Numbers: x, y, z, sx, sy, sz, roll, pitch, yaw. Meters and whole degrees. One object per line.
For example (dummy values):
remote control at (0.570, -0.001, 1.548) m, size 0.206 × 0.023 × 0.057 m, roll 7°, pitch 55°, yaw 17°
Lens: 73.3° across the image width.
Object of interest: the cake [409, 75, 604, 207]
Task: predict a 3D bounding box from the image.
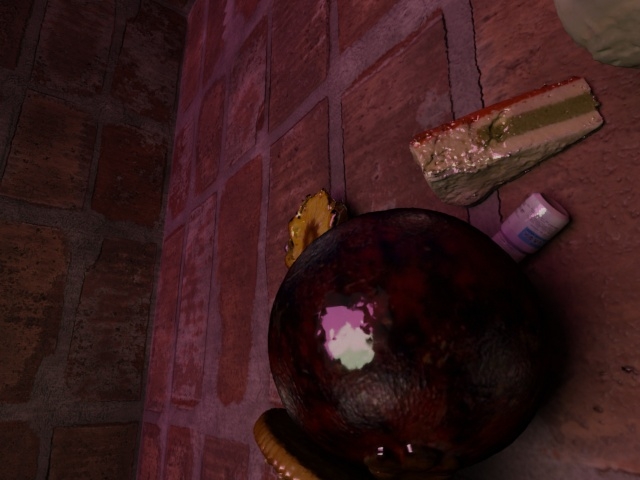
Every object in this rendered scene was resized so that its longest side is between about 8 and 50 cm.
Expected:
cake at (0.242, -0.119, 0.582) m, size 0.220 × 0.117 × 0.086 m, roll -18°, pitch 63°, yaw 16°

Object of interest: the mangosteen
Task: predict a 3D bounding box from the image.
mangosteen at (0.092, 0.088, 0.516) m, size 0.306 × 0.306 × 0.359 m, roll -48°, pitch 28°, yaw 37°

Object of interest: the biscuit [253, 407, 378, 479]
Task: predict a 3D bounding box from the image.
biscuit at (0.056, 0.283, 0.501) m, size 0.305 × 0.305 × 0.038 m, roll 11°, pitch 72°, yaw 56°

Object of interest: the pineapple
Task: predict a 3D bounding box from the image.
pineapple at (0.000, 0.000, 0.866) m, size 0.225 × 0.076 × 0.225 m, roll -29°, pitch 55°, yaw 51°

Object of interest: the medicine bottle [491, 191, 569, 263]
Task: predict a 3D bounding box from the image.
medicine bottle at (0.250, -0.012, 0.523) m, size 0.089 × 0.052 × 0.052 m, roll -54°, pitch 40°, yaw 32°

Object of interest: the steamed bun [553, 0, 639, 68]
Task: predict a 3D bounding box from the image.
steamed bun at (0.358, -0.314, 0.310) m, size 0.247 × 0.236 × 0.384 m, roll 15°, pitch 86°, yaw 66°
